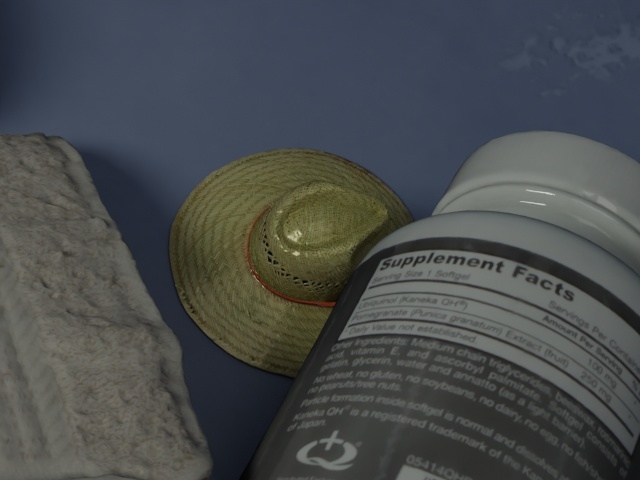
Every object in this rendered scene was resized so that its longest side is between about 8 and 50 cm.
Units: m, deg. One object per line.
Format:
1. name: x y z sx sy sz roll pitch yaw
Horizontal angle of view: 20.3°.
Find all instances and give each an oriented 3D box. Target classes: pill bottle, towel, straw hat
1. pill bottle: 0.067 0.099 0.811 0.176 0.176 0.318 32 52 -3
2. towel: -0.164 0.035 0.767 0.187 0.049 0.282 0 36 -28
3. straw hat: 0.000 0.000 0.910 0.144 0.061 0.144 8 62 -16
